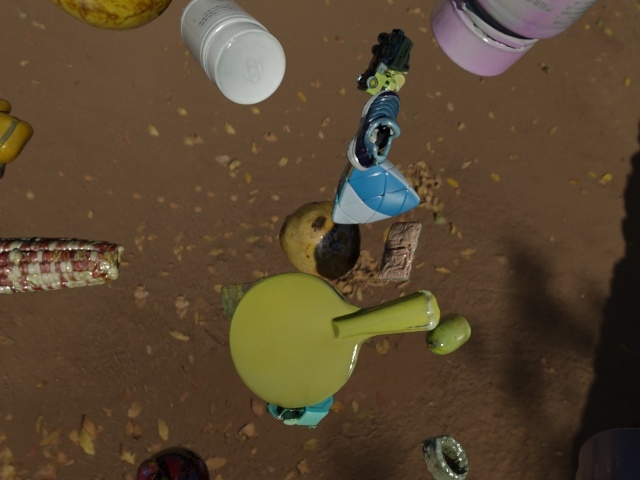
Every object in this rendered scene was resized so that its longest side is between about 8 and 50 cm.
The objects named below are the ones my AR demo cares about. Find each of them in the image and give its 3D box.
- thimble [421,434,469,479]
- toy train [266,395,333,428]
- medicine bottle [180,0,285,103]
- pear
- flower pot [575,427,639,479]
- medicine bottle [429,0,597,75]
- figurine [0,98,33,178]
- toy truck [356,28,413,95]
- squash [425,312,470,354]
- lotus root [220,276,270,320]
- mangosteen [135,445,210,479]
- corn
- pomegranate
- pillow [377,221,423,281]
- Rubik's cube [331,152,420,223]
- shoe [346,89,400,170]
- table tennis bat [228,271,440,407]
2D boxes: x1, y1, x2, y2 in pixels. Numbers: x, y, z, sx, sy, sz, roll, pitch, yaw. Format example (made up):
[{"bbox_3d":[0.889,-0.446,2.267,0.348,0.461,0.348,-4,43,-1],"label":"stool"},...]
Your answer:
[{"bbox_3d":[0.281,0.494,1.130,0.110,0.062,0.084,49,45,-1],"label":"thimble"},{"bbox_3d":[-0.053,0.384,1.310,0.163,0.112,0.203,9,50,-20],"label":"toy train"},{"bbox_3d":[-0.233,-0.502,1.285,0.190,0.190,0.332,-16,44,-20],"label":"medicine bottle"},{"bbox_3d":[-0.387,-0.514,0.865,0.281,0.281,0.280,5,64,-10],"label":"pear"},{"bbox_3d":[0.430,0.402,0.579,0.265,0.265,0.243,36,44,6],"label":"flower pot"},{"bbox_3d":[0.378,-0.490,0.920,0.256,0.325,0.256,7,68,-18],"label":"medicine bottle"},{"bbox_3d":[-0.670,-0.243,0.908,0.257,0.167,0.192,29,62,-34],"label":"figurine"},{"bbox_3d":[0.194,-0.491,1.404,0.116,0.085,0.191,22,101,-28],"label":"toy truck"},{"bbox_3d":[0.403,0.310,1.619,0.187,0.123,0.123,-10,62,-53],"label":"squash"},{"bbox_3d":[-0.189,0.180,1.577,0.235,0.138,0.119,-6,83,-41],"label":"lotus root"},{"bbox_3d":[-0.291,0.476,0.958,0.152,0.152,0.152,5,64,-10],"label":"mangosteen"},{"bbox_3d":[-0.370,0.033,0.640,0.237,0.079,0.079,-1,64,5],"label":"corn"},{"bbox_3d":[0.000,0.000,1.667,0.281,0.281,0.281,5,64,-10],"label":"pomegranate"},{"bbox_3d":[0.274,0.034,1.724,0.043,0.126,0.232,38,62,-41],"label":"pillow"},{"bbox_3d":[0.102,-0.150,1.352,0.254,0.254,0.254,5,64,-10],"label":"Rubik's cube"},{"bbox_3d":[0.141,-0.254,1.140,0.091,0.106,0.207,34,70,-36],"label":"shoe"},{"bbox_3d":[0.013,0.148,0.819,0.369,0.054,0.224,-17,84,16],"label":"table tennis bat"}]
